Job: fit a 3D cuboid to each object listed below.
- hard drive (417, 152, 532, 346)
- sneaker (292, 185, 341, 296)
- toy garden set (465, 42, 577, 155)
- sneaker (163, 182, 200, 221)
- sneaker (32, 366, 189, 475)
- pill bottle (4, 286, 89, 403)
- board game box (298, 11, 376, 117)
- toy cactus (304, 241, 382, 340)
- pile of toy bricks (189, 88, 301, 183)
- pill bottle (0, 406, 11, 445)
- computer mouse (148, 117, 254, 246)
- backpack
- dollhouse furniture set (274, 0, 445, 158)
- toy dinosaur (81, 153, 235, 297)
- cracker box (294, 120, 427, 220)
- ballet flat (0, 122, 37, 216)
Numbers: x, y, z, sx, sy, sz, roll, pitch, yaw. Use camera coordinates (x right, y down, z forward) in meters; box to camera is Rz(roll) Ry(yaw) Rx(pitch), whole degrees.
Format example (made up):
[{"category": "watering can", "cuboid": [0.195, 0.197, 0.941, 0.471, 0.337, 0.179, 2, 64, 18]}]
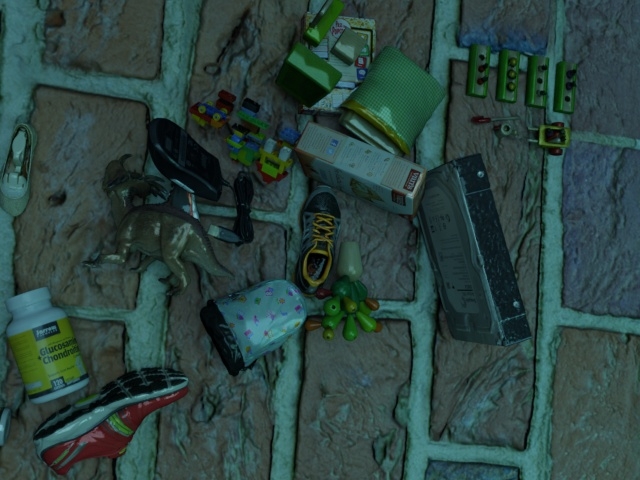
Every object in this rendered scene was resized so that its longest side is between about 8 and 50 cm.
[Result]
[{"category": "hard drive", "cuboid": [0.271, 0.024, 1.390, 0.064, 0.237, 0.339, -16, 90, -13]}, {"category": "sneaker", "cuboid": [0.000, 0.000, 1.408, 0.084, 0.083, 0.215, 8, 83, -11]}, {"category": "toy garden set", "cuboid": [0.425, -0.293, 1.545, 0.244, 0.049, 0.204, 7, 84, -12]}, {"category": "sneaker", "cuboid": [-0.262, -0.079, 1.367, 0.064, 0.061, 0.158, -11, 88, -7]}, {"category": "sneaker", "cuboid": [-0.356, 0.318, 1.309, 0.278, 0.107, 0.118, -24, 110, -11]}, {"category": "pill bottle", "cuboid": [-0.474, 0.178, 1.274, 0.103, 0.103, 0.184, -20, 91, -14]}, {"category": "board game box", "cuboid": [0.033, -0.342, 1.460, 0.146, 0.045, 0.194, 3, 85, -13]}, {"category": "toy cactus", "cuboid": [0.047, 0.094, 1.366, 0.112, 0.219, 0.181, -4, 82, 31]}, {"category": "pile of toy bricks", "cuboid": [-0.139, -0.183, 1.382, 0.212, 0.105, 0.118, 29, 39, 9]}, {"category": "pill bottle", "cuboid": [-0.590, 0.311, 1.257, 0.116, 0.065, 0.065, 8, 84, -12]}, {"category": "computer mouse", "cuboid": [-0.216, -0.087, 1.300, 0.262, 0.060, 0.184, 33, 40, -45]}, {"category": "backpack", "cuboid": [-0.111, 0.147, 1.355, 0.182, 0.115, 0.152, -26, 89, -16]}, {"category": "dollhouse furniture set", "cuboid": [0.096, -0.300, 1.370, 0.301, 0.151, 0.198, 34, 80, -9]}, {"category": "toy dinosaur", "cuboid": [-0.280, -0.024, 1.300, 0.295, 0.127, 0.200, 20, 93, 3]}, {"category": "cracker box", "cuboid": [0.076, -0.124, 1.362, 0.232, 0.156, 0.067, 23, 80, 12]}, {"category": "ballet flat", "cuboid": [-0.538, -0.128, 1.309, 0.057, 0.052, 0.168, 7, 85, -13]}]
